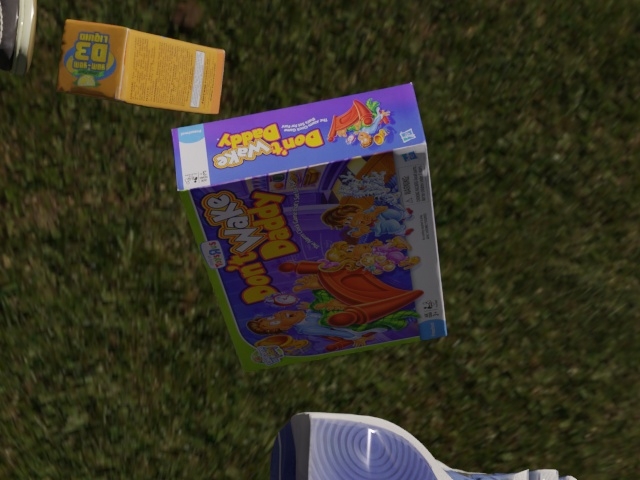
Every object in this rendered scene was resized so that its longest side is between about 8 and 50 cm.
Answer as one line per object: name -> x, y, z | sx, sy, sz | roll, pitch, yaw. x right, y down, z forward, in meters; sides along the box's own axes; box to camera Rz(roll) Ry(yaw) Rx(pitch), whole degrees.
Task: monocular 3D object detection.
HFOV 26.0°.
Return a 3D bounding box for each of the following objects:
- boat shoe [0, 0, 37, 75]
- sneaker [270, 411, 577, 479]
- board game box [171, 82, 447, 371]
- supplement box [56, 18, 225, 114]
boat shoe -> -0.262, -0.219, 1.052 | 0.073, 0.080, 0.224 | -1, 60, -24
sneaker -> 0.076, 0.254, 1.253 | 0.315, 0.182, 0.128 | 19, 65, -28
board game box -> 0.000, 0.000, 1.421 | 0.233, 0.347, 0.078 | -11, 55, 2
supplement box -> -0.180, -0.176, 1.434 | 0.078, 0.233, 0.080 | 10, 97, 19
